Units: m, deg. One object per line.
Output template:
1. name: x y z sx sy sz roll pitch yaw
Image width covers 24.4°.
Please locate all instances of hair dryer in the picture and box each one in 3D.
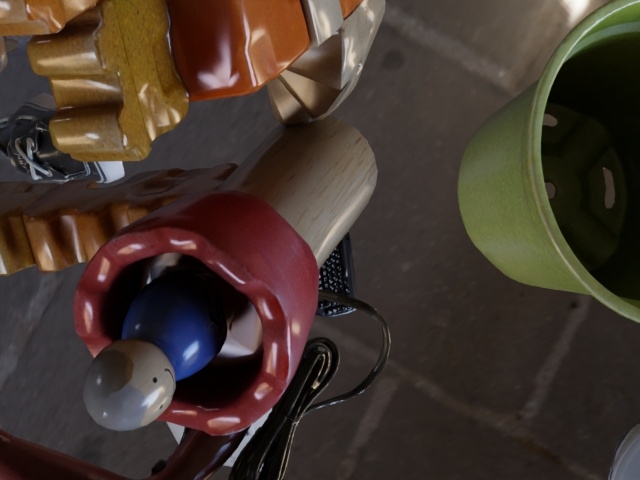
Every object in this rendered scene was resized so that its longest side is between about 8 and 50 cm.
1. hair dryer: -0.086 0.154 0.990 0.294 0.080 0.223 -2 69 -18

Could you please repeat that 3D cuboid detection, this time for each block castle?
1. block castle: -0.166 -0.142 0.537 0.303 0.213 0.453 -4 114 23

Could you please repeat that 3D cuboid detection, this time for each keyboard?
1. keyboard: 0.000 0.000 1.802 0.100 0.038 0.192 -11 94 -29

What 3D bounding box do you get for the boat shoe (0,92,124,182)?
1. boat shoe: -0.336 -0.118 1.844 0.102 0.301 0.108 -31 117 -19

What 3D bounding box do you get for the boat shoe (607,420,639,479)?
1. boat shoe: 0.321 0.071 0.715 0.367 0.156 0.136 -22 93 15

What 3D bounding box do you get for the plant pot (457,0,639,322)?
1. plant pot: 0.249 -0.054 1.279 0.276 0.254 0.276 2 84 -18

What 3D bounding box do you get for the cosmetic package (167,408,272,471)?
1. cosmetic package: -0.106 0.166 1.494 0.099 0.239 0.060 9 64 11
